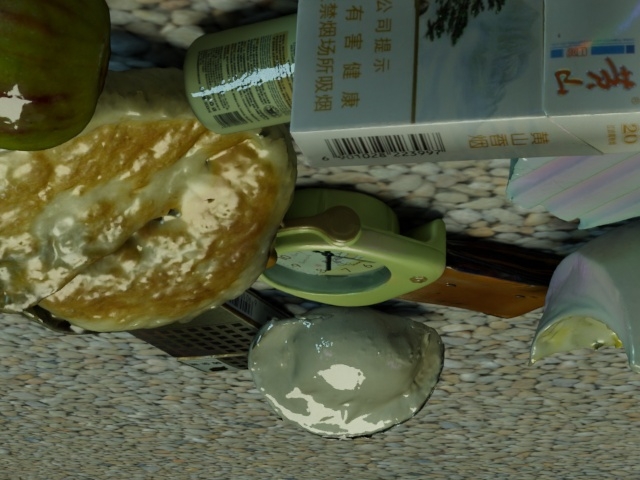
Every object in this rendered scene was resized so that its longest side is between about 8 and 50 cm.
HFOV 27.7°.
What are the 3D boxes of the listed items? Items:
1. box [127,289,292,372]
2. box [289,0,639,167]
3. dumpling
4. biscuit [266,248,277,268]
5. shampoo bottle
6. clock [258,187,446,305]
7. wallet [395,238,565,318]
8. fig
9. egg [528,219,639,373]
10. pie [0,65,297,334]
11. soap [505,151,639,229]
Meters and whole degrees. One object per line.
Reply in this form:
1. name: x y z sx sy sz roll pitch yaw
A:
1. box: -0.146 0.101 1.629 0.180 0.047 0.325 -7 156 25
2. box: 0.102 -0.129 0.844 0.233 0.149 0.067 -2 161 14
3. dumpling: 0.030 0.163 1.605 0.247 0.173 0.142 4 -175 -10
4. biscuit: -0.154 -0.016 1.258 0.183 0.039 0.174 32 159 -29
5. shampoo bottle: -0.017 -0.129 0.961 0.162 0.079 0.079 -9 156 27
6. clock: 0.000 0.000 1.313 0.232 0.069 0.170 19 155 -33
7. wallet: 0.180 0.044 1.449 0.195 0.042 0.161 10 163 -23
8. fig: -0.234 -0.134 0.886 0.186 0.142 0.148 -5 135 -16
9. egg: 0.333 0.053 1.287 0.206 0.162 0.271 -23 -154 -20
10. pie: -0.178 -0.025 1.102 0.339 0.077 0.339 -13 142 -10
11. soap: 0.235 -0.096 1.002 0.145 0.091 0.230 17 156 -26
